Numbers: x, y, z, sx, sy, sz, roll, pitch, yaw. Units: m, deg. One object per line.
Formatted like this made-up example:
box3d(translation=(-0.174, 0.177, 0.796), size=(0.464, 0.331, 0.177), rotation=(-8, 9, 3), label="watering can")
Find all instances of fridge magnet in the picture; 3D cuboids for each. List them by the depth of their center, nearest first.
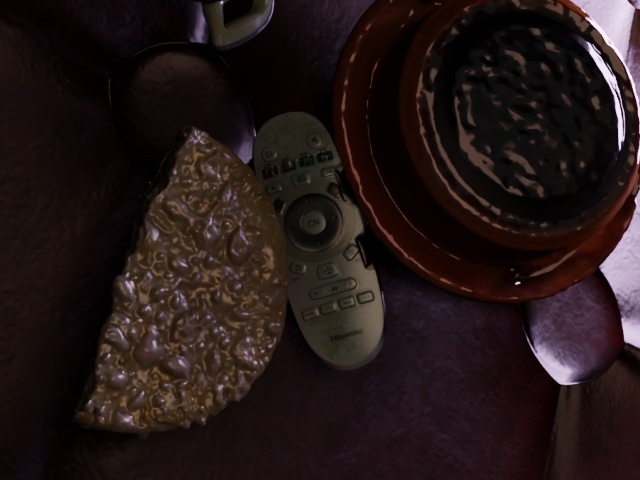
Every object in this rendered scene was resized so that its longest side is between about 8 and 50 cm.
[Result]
box3d(translation=(0.183, -0.116, 1.236), size=(0.363, 0.155, 0.364), rotation=(4, 79, -21), label="fridge magnet")

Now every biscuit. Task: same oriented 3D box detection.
box3d(translation=(-0.111, 0.057, 1.067), size=(0.179, 0.084, 0.281), rotation=(32, 66, -26), label="biscuit")

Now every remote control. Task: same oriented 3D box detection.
box3d(translation=(0.000, -0.001, 1.159), size=(0.097, 0.045, 0.256), rotation=(-14, 83, 1), label="remote control")

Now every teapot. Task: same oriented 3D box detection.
box3d(translation=(-0.081, -0.273, 1.149), size=(0.108, 0.111, 0.149), rotation=(-30, 89, -47), label="teapot")
